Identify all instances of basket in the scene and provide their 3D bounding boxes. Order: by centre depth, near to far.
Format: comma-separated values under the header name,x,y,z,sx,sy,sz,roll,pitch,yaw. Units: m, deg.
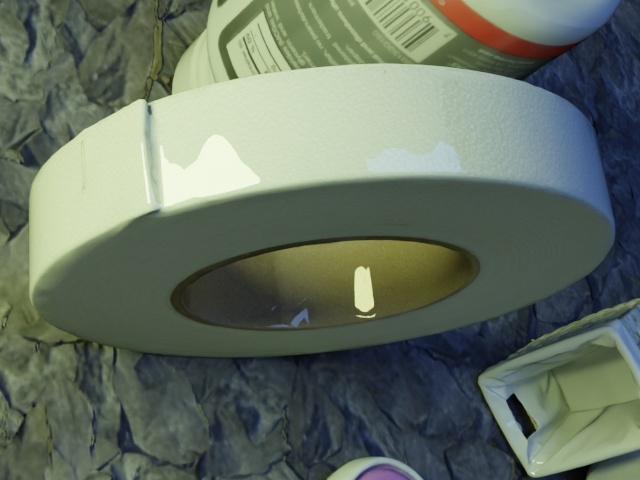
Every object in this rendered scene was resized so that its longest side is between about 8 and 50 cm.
name,x,y,z,sx,sy,sz,roll,pitch,yaw
basket,0.251,0.132,1.038,0.103,0.167,0.113,-27,88,-45

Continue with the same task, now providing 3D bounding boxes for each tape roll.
name,x,y,z,sx,sy,sz,roll,pitch,yaw
tape roll,0.000,0.000,0.764,0.392,0.392,0.072,6,68,-34

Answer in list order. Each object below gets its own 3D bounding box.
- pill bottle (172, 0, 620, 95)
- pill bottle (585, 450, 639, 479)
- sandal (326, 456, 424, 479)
name,x,y,z,sx,sy,sz,roll,pitch,yaw
pill bottle,0.039,-0.173,0.881,0.210,0.363,0.210,14,63,-30
pill bottle,0.406,0.205,1.115,0.301,0.169,0.169,-29,89,-41
sandal,-0.010,0.325,0.804,0.169,0.102,0.416,38,53,-17
